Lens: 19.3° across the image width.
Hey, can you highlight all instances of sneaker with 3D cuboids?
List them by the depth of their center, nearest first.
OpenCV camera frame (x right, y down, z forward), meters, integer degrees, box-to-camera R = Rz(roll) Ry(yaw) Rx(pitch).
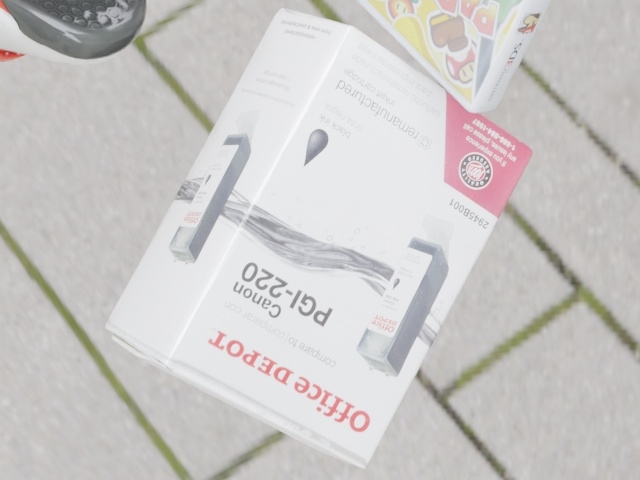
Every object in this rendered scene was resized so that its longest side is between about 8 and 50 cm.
[{"bbox_3d":[-0.204,-0.130,1.075,0.270,0.145,0.090,33,43,27],"label":"sneaker"}]

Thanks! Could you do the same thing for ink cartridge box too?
[{"bbox_3d":[0.000,0.000,1.093,0.218,0.158,0.092,-61,31,-3],"label":"ink cartridge box"}]

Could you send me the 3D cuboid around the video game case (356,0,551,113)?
[{"bbox_3d":[0.058,-0.217,1.011,0.026,0.206,0.227,-12,49,-41],"label":"video game case"}]
